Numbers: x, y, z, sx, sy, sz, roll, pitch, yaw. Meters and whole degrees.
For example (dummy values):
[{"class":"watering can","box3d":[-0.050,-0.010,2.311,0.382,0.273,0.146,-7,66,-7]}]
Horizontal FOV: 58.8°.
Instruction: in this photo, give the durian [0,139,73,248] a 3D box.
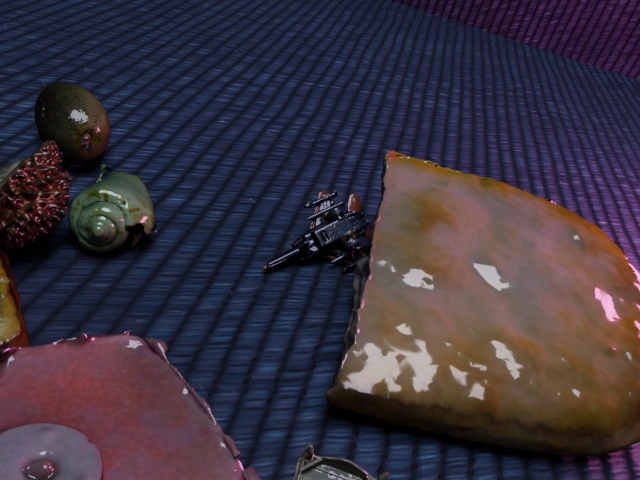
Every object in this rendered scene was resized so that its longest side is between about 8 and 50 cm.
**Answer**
[{"class":"durian","box3d":[-0.346,-0.036,0.650,0.148,0.091,0.188,-22,25,21]}]

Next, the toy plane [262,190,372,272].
[{"class":"toy plane","box3d":[0.002,-0.001,0.785,0.189,0.061,0.130,-25,83,-39]}]

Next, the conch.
[{"class":"conch","box3d":[-0.257,-0.045,0.733,0.105,0.079,0.170,23,27,-18]}]

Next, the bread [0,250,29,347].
[{"class":"bread","box3d":[-0.381,0.082,0.494,0.222,0.096,0.181,-7,40,-29]}]

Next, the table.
[{"class":"table","box3d":[0.008,0.224,0.470,0.079,0.083,0.062,19,37,3]}]

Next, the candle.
[{"class":"candle","box3d":[-0.196,0.188,0.408,0.316,0.131,0.287,20,28,-12]}]

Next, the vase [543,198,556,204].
[{"class":"vase","box3d":[0.390,-0.003,0.948,0.059,0.059,0.167,13,36,-6]}]

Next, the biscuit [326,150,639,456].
[{"class":"biscuit","box3d":[0.236,0.067,0.742,0.446,0.104,0.429,13,43,-6]}]

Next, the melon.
[{"class":"melon","box3d":[-0.367,-0.177,0.835,0.099,0.099,0.162,-11,39,-34]}]
